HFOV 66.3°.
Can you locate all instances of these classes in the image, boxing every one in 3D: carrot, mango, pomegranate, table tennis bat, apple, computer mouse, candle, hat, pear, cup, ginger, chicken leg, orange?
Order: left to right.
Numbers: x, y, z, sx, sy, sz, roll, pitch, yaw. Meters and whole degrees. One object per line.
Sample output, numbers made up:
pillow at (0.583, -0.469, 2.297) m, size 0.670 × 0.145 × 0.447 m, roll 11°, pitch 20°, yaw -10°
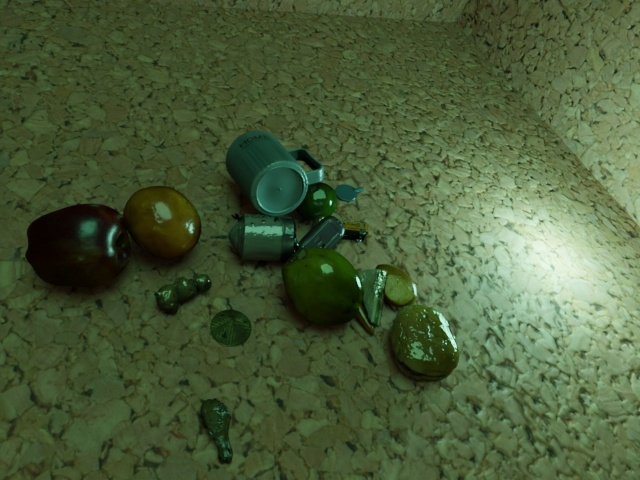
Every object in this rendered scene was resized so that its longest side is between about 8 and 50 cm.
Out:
apple at (-0.784, 0.016, 1.613) m, size 0.316 × 0.288 × 0.288 m, roll -4°, pitch 51°, yaw 3°
orange at (-0.563, -0.069, 1.760) m, size 0.226 × 0.284 × 0.284 m, roll -40°, pitch 67°, yaw 6°
ginger at (-0.479, 0.176, 1.722) m, size 0.204 × 0.080 × 0.104 m, roll -31°, pitch 100°, yaw -35°
chicken leg at (-0.303, 0.570, 1.472) m, size 0.085 × 0.069 × 0.198 m, roll -11°, pitch 63°, yaw -24°
hat at (-0.306, 0.287, 1.697) m, size 0.146 × 0.067 × 0.146 m, roll 10°, pitch 50°, yaw -11°
candle at (-0.254, -0.011, 1.886) m, size 0.330 × 0.187 × 0.187 m, roll 3°, pitch 51°, yaw -14°
cup at (-0.190, -0.265, 2.012) m, size 0.331 × 0.257 × 0.311 m, roll 11°, pitch 25°, yaw -34°
pomegranate at (-0.016, -0.136, 2.084) m, size 0.187 × 0.187 × 0.225 m, roll -6°, pitch 79°, yaw -23°
computer mouse at (-0.001, 0.000, 2.003) m, size 0.120 × 0.057 × 0.232 m, roll 47°, pitch 73°, yaw -11°
pear at (0.008, 0.166, 1.788) m, size 0.321 × 0.269 × 0.269 m, roll 32°, pitch 48°, yaw -7°
table tennis bat at (0.137, -0.228, 2.301) m, size 0.155 × 0.019 × 0.100 m, roll -18°, pitch 60°, yaw -28°
carrot at (0.137, 0.245, 1.895) m, size 0.062 × 0.066 × 0.271 m, roll -26°, pitch 59°, yaw 10°
mango at (0.298, 0.180, 1.975) m, size 0.141 × 0.102 × 0.217 m, roll -37°, pitch 64°, yaw -11°

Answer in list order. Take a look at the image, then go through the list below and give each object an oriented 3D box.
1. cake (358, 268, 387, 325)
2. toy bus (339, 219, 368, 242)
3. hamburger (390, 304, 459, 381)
cake at (0.184, 0.214, 1.908) m, size 0.116 × 0.086 × 0.220 m, roll 3°, pitch 77°, yaw 34°
toy bus at (0.118, -0.043, 2.110) m, size 0.162 × 0.069 × 0.074 m, roll 6°, pitch 50°, yaw -16°
hamburger at (0.384, 0.372, 1.820) m, size 0.259 × 0.145 × 0.283 m, roll 0°, pitch 47°, yaw -15°
